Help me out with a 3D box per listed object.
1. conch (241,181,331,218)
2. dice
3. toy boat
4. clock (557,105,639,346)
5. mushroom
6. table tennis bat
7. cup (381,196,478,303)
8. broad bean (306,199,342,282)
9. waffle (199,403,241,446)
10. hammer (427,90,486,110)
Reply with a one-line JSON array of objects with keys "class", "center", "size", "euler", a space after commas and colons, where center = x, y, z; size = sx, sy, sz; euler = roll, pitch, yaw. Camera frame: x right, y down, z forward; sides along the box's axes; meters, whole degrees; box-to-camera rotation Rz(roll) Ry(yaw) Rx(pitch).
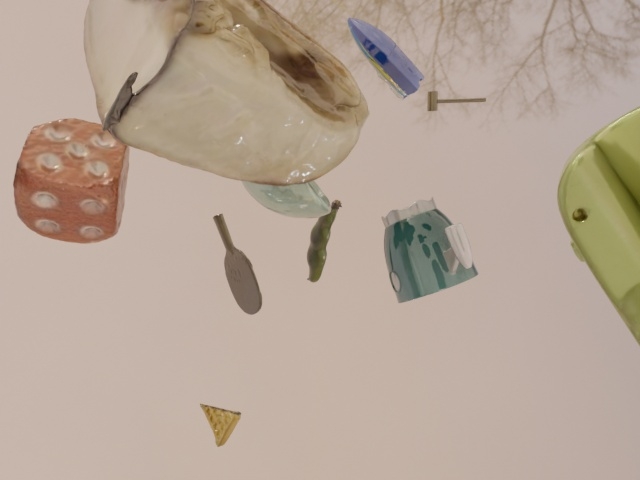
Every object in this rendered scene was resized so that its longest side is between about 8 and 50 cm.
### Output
[{"class": "conch", "center": [-0.065, -0.113, 1.065], "size": [0.185, 0.121, 0.221], "euler": [13, -148, -36]}, {"class": "dice", "center": [-0.458, -0.107, 1.085], "size": [0.179, 0.174, 0.175], "euler": [6, -127, -16]}, {"class": "toy boat", "center": [0.186, -0.571, 1.787], "size": [0.295, 0.088, 0.129], "euler": [43, -133, -16]}, {"class": "clock", "center": [0.332, -0.028, 0.362], "size": [0.235, 0.308, 0.096], "euler": [58, -152, 4]}, {"class": "mushroom", "center": [-0.128, -0.246, 0.867], "size": [0.397, 0.224, 0.313], "euler": [16, -151, -43]}, {"class": "table tennis bat", "center": [-0.186, 0.053, 1.286], "size": [0.022, 0.131, 0.234], "euler": [-20, -91, -34]}, {"class": "cup", "center": [0.198, 0.014, 1.124], "size": [0.167, 0.300, 0.173], "euler": [-18, -96, -19]}, {"class": "broad bean", "center": [-0.001, -0.001, 1.495], "size": [0.060, 0.297, 0.043], "euler": [34, -135, 21]}, {"class": "waffle", "center": [-0.236, 0.397, 1.359], "size": [0.023, 0.153, 0.097], "euler": [21, -77, -35]}, {"class": "hammer", "center": [0.251, -0.257, 1.067], "size": [0.110, 0.019, 0.035], "euler": [-3, -79, -3]}]
